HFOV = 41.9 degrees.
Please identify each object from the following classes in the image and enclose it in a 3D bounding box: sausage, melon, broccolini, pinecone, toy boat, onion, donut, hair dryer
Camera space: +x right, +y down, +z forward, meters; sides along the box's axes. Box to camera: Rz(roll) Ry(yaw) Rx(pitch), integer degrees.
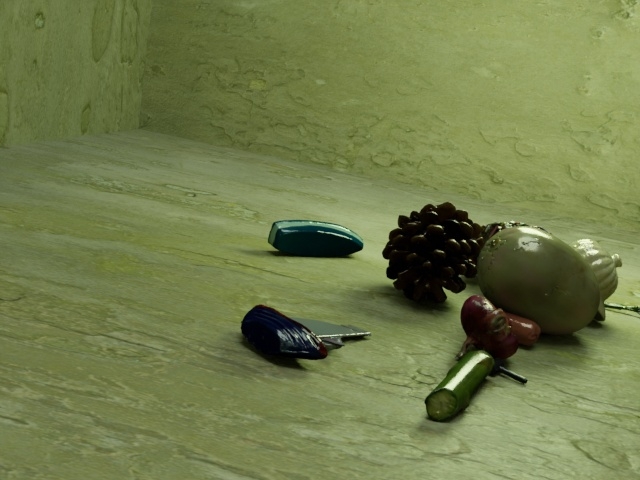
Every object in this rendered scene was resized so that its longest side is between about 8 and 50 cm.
[{"bbox_3d":[0.423,0.194,1.897,0.154,0.062,0.062,18,16,32],"label":"sausage"},{"bbox_3d":[0.508,0.095,1.961,0.317,0.223,0.223,33,7,-18],"label":"melon"},{"bbox_3d":[0.828,0.179,2.275,0.218,0.042,0.044,13,14,23],"label":"broccolini"},{"bbox_3d":[0.271,0.037,2.067,0.264,0.264,0.264,9,14,-2],"label":"pinecone"},{"bbox_3d":[-0.035,0.172,1.684,0.219,0.072,0.318,18,13,20],"label":"toy boat"},{"bbox_3d":[0.330,0.199,1.744,0.140,0.150,0.150,-34,26,-9],"label":"onion"},{"bbox_3d":[0.528,0.036,2.319,0.270,0.103,0.269,5,-21,2],"label":"donut"},{"bbox_3d":[0.000,0.000,2.341,0.299,0.096,0.062,4,25,-29],"label":"toy boat"},{"bbox_3d":[0.373,0.266,1.666,0.083,0.026,0.047,26,22,29],"label":"hair dryer"}]

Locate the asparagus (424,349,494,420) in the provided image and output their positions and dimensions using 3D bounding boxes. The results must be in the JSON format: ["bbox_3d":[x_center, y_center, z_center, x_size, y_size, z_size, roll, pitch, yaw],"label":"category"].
[{"bbox_3d":[0.259,0.260,1.530,0.067,0.060,0.278,25,19,17],"label":"asparagus"}]

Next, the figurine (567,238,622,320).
[{"bbox_3d":[0.599,0.085,2.152,0.332,0.204,0.185,10,16,3],"label":"figurine"}]
